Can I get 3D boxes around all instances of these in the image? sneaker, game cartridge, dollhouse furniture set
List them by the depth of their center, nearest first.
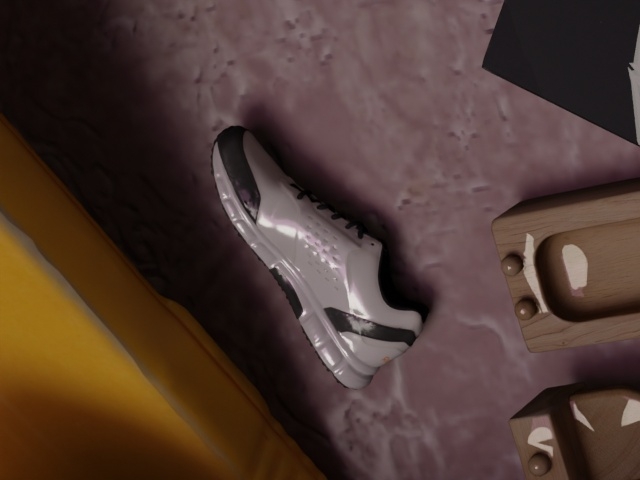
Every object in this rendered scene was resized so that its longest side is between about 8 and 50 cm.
[{"bbox_3d":[0.120,0.063,0.614,0.144,0.123,0.151,-11,100,32],"label":"dollhouse furniture set"},{"bbox_3d":[0.000,0.000,0.720,0.044,0.040,0.109,-35,91,18],"label":"sneaker"},{"bbox_3d":[-0.182,0.054,0.760,0.285,0.052,0.323,-21,123,34],"label":"game cartridge"}]

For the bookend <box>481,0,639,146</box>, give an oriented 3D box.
[{"bbox_3d":[0.096,-0.092,0.556,0.072,0.157,0.156,29,118,20],"label":"bookend"}]
